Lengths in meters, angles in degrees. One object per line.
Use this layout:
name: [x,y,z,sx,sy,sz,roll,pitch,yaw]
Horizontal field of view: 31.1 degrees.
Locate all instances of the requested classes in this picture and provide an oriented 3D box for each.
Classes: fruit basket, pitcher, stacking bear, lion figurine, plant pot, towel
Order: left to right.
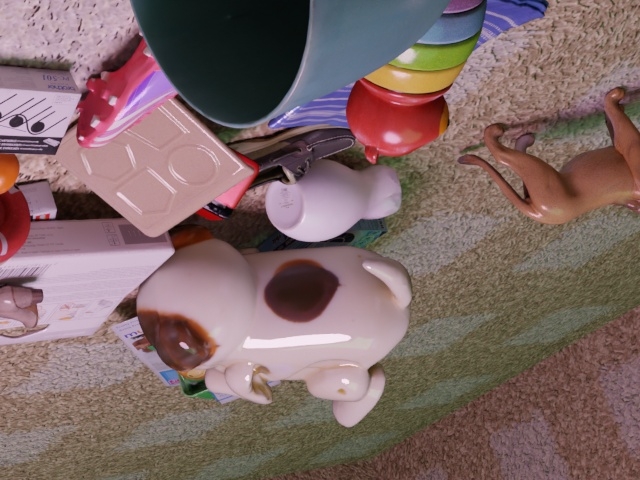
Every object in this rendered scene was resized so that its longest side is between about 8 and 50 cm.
fruit basket: [-0.181,0.181,2.141,0.327,0.165,0.353,-19,158,1]
plant pot: [-0.009,-0.271,1.030,0.235,0.293,0.293,-22,164,-35]
pitcher: [-0.003,-0.061,1.783,0.177,0.126,0.207,-15,177,42]
towel: [0.117,-0.229,1.473,0.336,0.040,0.243,-30,172,26]
stacking bear: [0.102,-0.220,1.269,0.164,0.175,0.289,13,130,1]
lion figurine: [0.443,-0.103,1.868,0.392,0.240,0.142,-19,159,2]

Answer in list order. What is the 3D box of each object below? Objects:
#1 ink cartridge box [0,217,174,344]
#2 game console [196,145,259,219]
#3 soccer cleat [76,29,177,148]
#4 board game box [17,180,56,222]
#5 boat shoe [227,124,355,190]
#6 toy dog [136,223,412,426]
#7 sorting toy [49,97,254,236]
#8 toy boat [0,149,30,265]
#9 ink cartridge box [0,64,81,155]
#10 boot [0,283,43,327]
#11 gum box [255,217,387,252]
ink cartridge box: [-0.398,0.062,1.649,0.296,0.066,0.261,-3,152,-45]
game console: [-0.176,-0.096,1.577,0.144,0.085,0.124,29,170,-18]
soccer cleat: [-0.202,-0.180,1.340,0.095,0.083,0.248,16,137,-36]
board game box: [-0.488,0.024,1.633,0.192,0.053,0.305,-13,159,-23]
boat shoe: [-0.051,-0.112,1.651,0.223,0.073,0.080,-14,161,-9]
toy dog: [-0.087,0.125,1.808,0.407,0.285,0.395,9,163,-20]
sorting toy: [-0.220,-0.107,1.489,0.193,0.038,0.208,-31,127,29]
toy boat: [-0.416,-0.054,1.360,0.151,0.151,0.231,-40,174,11]
ink cartridge box: [-0.383,-0.147,1.287,0.207,0.046,0.097,-1,136,-39]
boot: [-0.424,0.092,1.551,0.087,0.042,0.118,-7,153,-26]
gum box: [0.000,0.000,2.020,0.184,0.041,0.157,1,152,-41]
